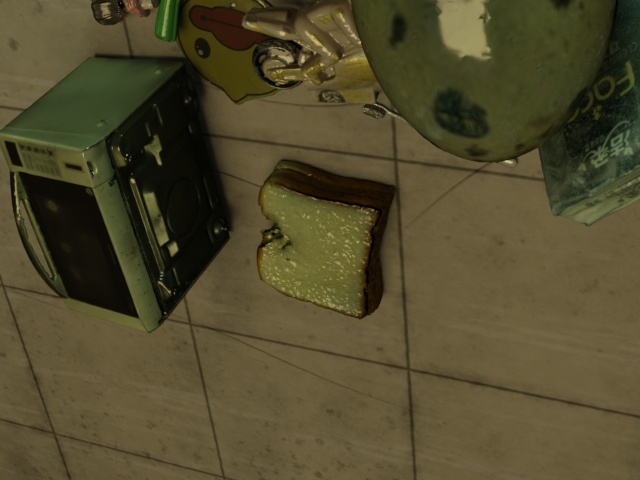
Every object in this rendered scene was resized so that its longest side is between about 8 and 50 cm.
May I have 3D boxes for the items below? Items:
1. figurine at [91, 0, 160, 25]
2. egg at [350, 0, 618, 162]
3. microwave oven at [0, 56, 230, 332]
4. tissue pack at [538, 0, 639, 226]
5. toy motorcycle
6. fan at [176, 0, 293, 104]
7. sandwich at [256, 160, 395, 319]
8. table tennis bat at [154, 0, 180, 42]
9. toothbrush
[{"bbox_3d":[-0.344,-0.413,1.859,0.129,0.054,0.072,-5,119,28],"label":"figurine"},{"bbox_3d":[0.210,-0.314,1.390,0.345,0.345,0.428,2,99,26],"label":"egg"},{"bbox_3d":[-0.349,-0.084,1.933,0.247,0.333,0.394,8,130,26],"label":"microwave oven"},{"bbox_3d":[0.401,-0.204,1.478,0.103,0.315,0.228,16,145,-34],"label":"tissue pack"},{"bbox_3d":[0.043,-0.314,1.699,0.341,0.108,0.223,6,137,15],"label":"toy motorcycle"},{"bbox_3d":[-0.149,-0.371,1.819,0.230,0.011,0.335,16,131,16],"label":"fan"},{"bbox_3d":[0.001,-0.001,1.983,0.249,0.095,0.273,16,130,15],"label":"sandwich"},{"bbox_3d":[-0.238,-0.448,1.773,0.160,0.039,0.257,25,125,14],"label":"table tennis bat"},{"bbox_3d":[0.197,-0.175,1.789,0.276,0.025,0.019,23,132,10],"label":"toothbrush"}]
